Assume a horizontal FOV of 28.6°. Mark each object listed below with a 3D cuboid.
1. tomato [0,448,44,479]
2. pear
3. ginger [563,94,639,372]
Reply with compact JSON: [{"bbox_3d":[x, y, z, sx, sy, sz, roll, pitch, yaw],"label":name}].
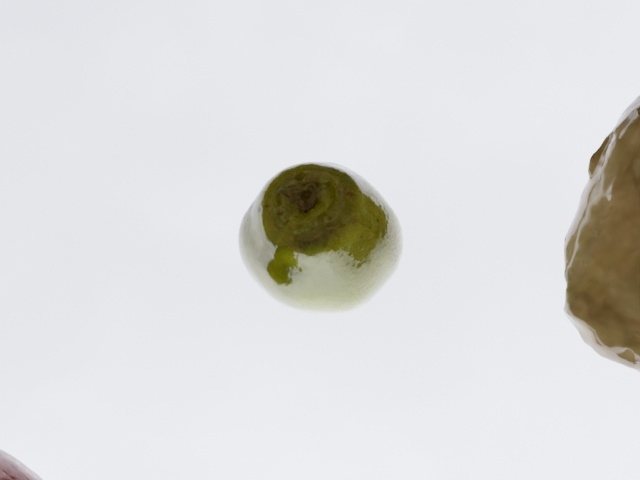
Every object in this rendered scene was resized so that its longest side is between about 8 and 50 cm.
[{"bbox_3d":[-0.389,0.317,1.350,0.144,0.338,0.338,-47,-138,19],"label":"tomato"},{"bbox_3d":[0.001,0.001,1.498,0.198,0.198,0.198,-3,-137,3],"label":"pear"},{"bbox_3d":[0.228,-0.023,0.580,0.267,0.152,0.138,-21,-155,-2],"label":"ginger"}]
